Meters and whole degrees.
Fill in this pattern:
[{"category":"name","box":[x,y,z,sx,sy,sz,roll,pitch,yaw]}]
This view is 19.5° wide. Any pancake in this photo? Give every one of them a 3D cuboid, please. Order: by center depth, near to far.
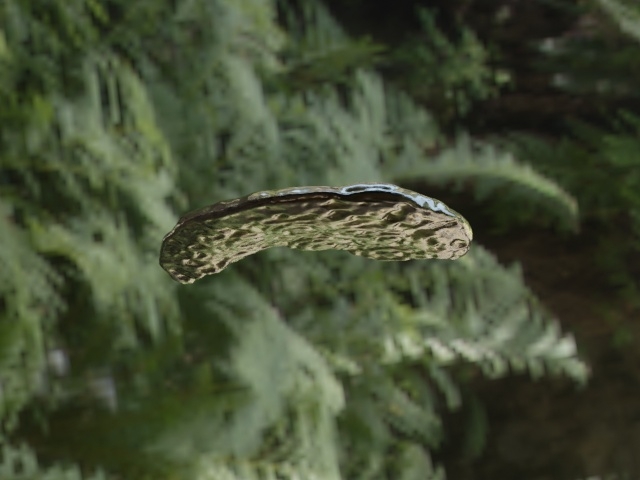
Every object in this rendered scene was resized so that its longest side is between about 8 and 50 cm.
[{"category":"pancake","box":[0.000,0.000,1.143,0.184,0.190,0.020,-33,-126,54]}]
